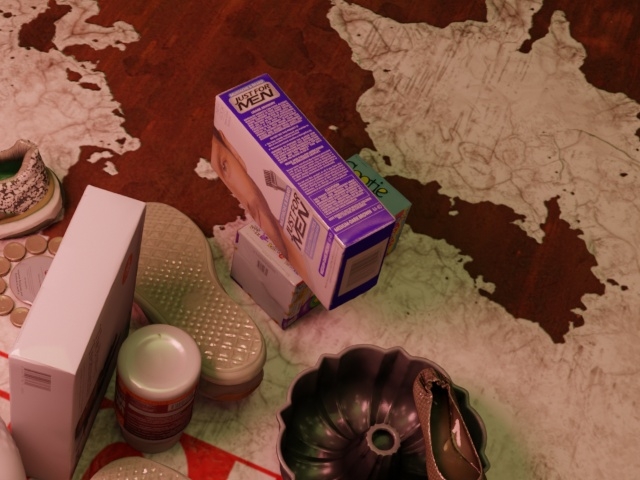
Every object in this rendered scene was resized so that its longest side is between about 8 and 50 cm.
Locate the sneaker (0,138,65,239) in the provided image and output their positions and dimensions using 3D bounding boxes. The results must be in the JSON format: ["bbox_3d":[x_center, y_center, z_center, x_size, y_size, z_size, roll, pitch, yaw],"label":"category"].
[{"bbox_3d":[-0.616,-0.064,1.859,0.410,0.182,0.158,-27,63,-23],"label":"sneaker"}]

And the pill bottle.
[{"bbox_3d":[-0.244,0.226,1.717,0.121,0.221,0.121,6,55,-8],"label":"pill bottle"}]

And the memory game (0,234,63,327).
[{"bbox_3d":[-0.461,0.069,1.910,0.186,0.012,0.186,6,55,-8],"label":"memory game"}]

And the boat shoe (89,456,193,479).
[{"bbox_3d":[-0.153,0.493,1.601,0.500,0.156,0.187,36,60,27],"label":"boat shoe"}]

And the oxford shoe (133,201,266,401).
[{"bbox_3d":[-0.223,0.098,1.880,0.169,0.130,0.449,-24,49,-19],"label":"oxford shoe"}]

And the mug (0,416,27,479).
[{"bbox_3d":[-0.596,0.326,1.564,0.328,0.276,0.374,38,90,18],"label":"mug"}]

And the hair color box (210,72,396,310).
[{"bbox_3d":[-0.037,-0.077,1.820,0.110,0.185,0.339,-27,63,-24],"label":"hair color box"}]

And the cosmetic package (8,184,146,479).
[{"bbox_3d":[-0.347,0.146,1.654,0.098,0.377,0.284,16,55,-3],"label":"cosmetic package"}]

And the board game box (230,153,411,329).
[{"bbox_3d":[0.000,0.000,1.976,0.275,0.142,0.144,-34,67,-29],"label":"board game box"}]

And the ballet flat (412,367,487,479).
[{"bbox_3d":[0.193,0.298,1.711,0.084,0.058,0.249,-5,57,-14],"label":"ballet flat"}]

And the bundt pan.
[{"bbox_3d":[0.085,0.331,1.776,0.331,0.124,0.330,6,54,-8],"label":"bundt pan"}]
